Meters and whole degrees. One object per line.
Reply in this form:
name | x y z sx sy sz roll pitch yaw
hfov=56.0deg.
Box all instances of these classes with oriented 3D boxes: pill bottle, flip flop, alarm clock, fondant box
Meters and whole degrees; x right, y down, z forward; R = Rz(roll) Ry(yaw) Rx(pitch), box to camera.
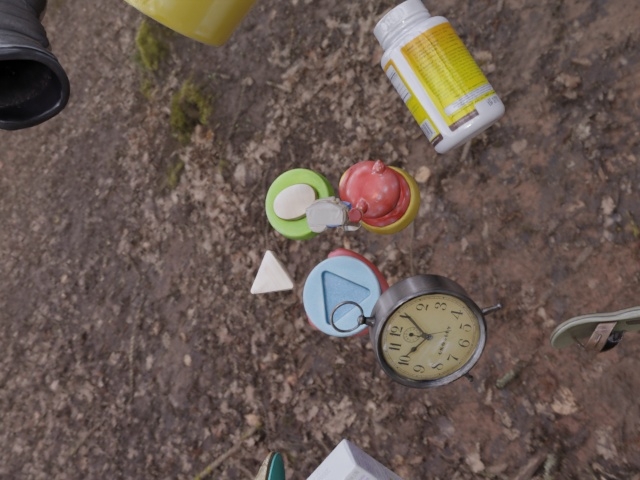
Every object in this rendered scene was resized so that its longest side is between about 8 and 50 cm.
pill bottle | 0.170 -0.246 0.898 0.117 0.215 0.117 -32 -3 -2
flip flop | 0.676 0.219 1.417 0.277 0.112 0.080 -19 56 34
alarm clock | 0.103 0.099 0.695 0.064 0.192 0.129 -111 35 -66
fondant box | 0.096 0.605 1.268 0.238 0.330 0.096 -49 22 3

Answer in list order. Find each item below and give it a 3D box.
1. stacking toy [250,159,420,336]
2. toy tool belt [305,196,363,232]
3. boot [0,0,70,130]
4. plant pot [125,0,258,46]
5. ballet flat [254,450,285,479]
stacking toy | 0.000 0.000 1.014 0.280 0.130 0.308 11 87 21
toy tool belt | 0.024 -0.037 0.843 0.083 0.051 0.052 -2 98 20
boot | -0.379 -0.155 0.464 0.338 0.118 0.222 -16 53 -8
plant pot | -0.148 -0.399 0.786 0.239 0.254 0.254 -59 34 18
ballet flat | -0.093 0.450 0.990 0.067 0.073 0.206 -21 42 15
